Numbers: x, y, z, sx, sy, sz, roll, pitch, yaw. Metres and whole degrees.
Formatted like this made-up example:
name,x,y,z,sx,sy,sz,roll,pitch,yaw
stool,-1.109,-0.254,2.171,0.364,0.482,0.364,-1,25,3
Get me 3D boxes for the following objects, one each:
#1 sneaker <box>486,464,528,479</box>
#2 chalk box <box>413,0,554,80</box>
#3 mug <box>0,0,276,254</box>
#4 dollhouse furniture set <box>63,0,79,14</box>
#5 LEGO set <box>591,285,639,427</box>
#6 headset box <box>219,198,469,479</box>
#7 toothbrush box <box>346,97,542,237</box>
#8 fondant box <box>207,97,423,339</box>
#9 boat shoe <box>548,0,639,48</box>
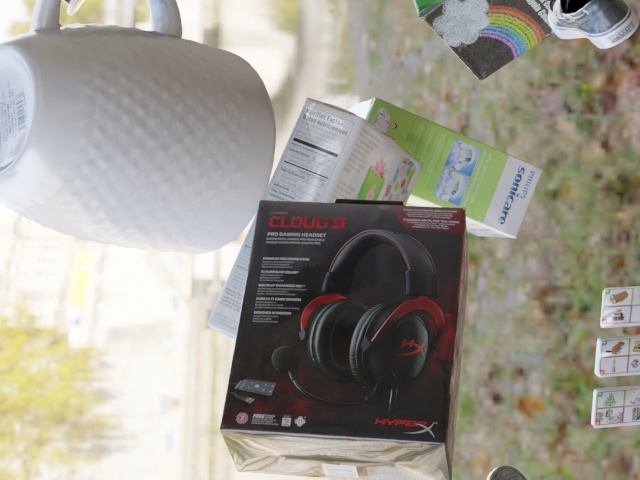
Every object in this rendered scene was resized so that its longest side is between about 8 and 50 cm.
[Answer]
name,x,y,z,sx,sy,sz,roll,pitch,yaw
sneaker,0.281,0.435,2.049,0.118,0.083,0.222,164,87,-77
chalk box,0.281,-0.404,1.981,0.180,0.289,0.179,38,-152,-42
mug,-0.263,-0.180,1.736,0.276,0.328,0.374,-3,83,43
dollhouse furniture set,-0.581,-0.383,2.469,0.303,0.198,0.286,-55,10,-14
LEGO set,0.442,0.127,1.690,0.060,0.244,0.182,-125,33,-68
headset box,0.033,0.085,1.398,0.110,0.218,0.293,77,-161,-57
toothbrush box,0.168,-0.108,2.157,0.206,0.283,0.122,-173,103,-79
fondant box,0.000,0.000,1.902,0.330,0.096,0.238,-65,-27,-1
boat shoe,0.206,-0.183,1.083,0.040,0.049,0.142,49,-178,-18
